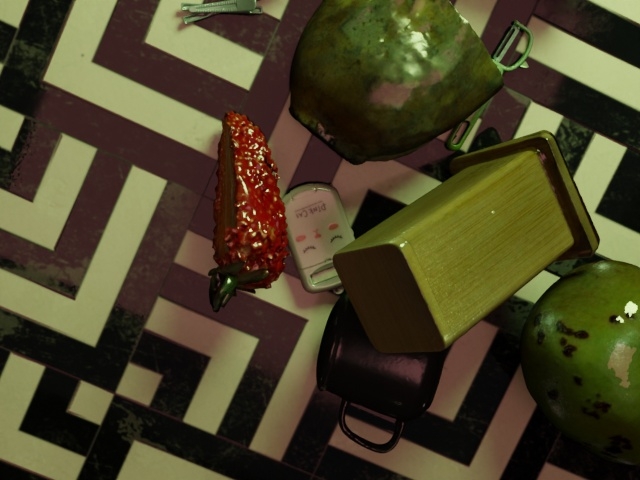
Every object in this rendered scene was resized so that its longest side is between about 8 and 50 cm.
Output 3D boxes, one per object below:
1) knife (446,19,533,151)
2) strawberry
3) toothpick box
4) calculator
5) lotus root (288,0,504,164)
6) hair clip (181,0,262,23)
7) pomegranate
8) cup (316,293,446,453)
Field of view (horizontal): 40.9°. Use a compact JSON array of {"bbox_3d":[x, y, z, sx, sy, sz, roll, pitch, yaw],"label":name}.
[{"bbox_3d":[0.254,-0.221,1.271,0.054,0.015,0.212,31,95,-8],"label":"knife"},{"bbox_3d":[-0.094,-0.039,1.198,0.106,0.188,0.286,6,76,-15],"label":"strawberry"},{"bbox_3d":[0.189,0.009,1.145,0.308,0.190,0.187,-32,102,-35],"label":"toothpick box"},{"bbox_3d":[0.000,0.000,1.278,0.100,0.032,0.175,-20,100,-1],"label":"calculator"},{"bbox_3d":[0.076,-0.237,1.193,0.260,0.149,0.267,-38,94,4],"label":"lotus root"},{"bbox_3d":[-0.141,-0.332,1.219,0.115,0.039,0.030,-9,93,0],"label":"hair clip"},{"bbox_3d":[0.433,0.188,1.190,0.290,0.323,0.291,-5,112,-13],"label":"pomegranate"},{"bbox_3d":[0.080,0.190,1.239,0.176,0.169,0.223,16,87,0],"label":"cup"}]
